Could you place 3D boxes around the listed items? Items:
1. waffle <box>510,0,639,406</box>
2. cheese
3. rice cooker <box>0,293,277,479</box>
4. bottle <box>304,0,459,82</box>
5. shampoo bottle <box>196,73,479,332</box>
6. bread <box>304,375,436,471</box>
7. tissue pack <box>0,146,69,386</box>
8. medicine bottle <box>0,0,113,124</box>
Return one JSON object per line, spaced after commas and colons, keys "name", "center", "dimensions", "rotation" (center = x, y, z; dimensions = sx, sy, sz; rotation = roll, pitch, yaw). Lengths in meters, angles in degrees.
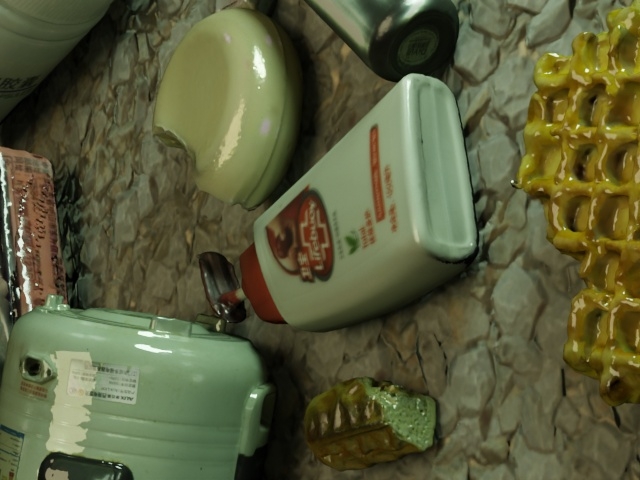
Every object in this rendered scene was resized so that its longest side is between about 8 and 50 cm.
{"name": "waffle", "center": [0.209, -0.031, 1.120], "dimensions": [0.253, 0.056, 0.249], "rotation": [52, 122, 39]}
{"name": "cheese", "center": [-0.063, -0.155, 1.453], "dimensions": [0.163, 0.071, 0.248], "rotation": [20, 93, 54]}
{"name": "rice cooker", "center": [-0.155, 0.172, 1.396], "dimensions": [0.226, 0.226, 0.244], "rotation": [12, 90, 50]}
{"name": "bottle", "center": [0.020, -0.219, 1.365], "dimensions": [0.096, 0.079, 0.253], "rotation": [-35, 48, -6]}
{"name": "shampoo bottle", "center": [0.000, 0.000, 1.349], "dimensions": [0.284, 0.071, 0.153], "rotation": [-29, 60, 42]}
{"name": "bread", "center": [0.032, 0.135, 1.301], "dimensions": [0.110, 0.060, 0.066], "rotation": [-22, 96, 47]}
{"name": "tissue pack", "center": [-0.330, 0.098, 1.688], "dimensions": [0.245, 0.123, 0.332], "rotation": [-29, 62, 47]}
{"name": "medicine bottle", "center": [-0.321, -0.235, 1.682], "dimensions": [0.332, 0.190, 0.189], "rotation": [-39, 56, 40]}
